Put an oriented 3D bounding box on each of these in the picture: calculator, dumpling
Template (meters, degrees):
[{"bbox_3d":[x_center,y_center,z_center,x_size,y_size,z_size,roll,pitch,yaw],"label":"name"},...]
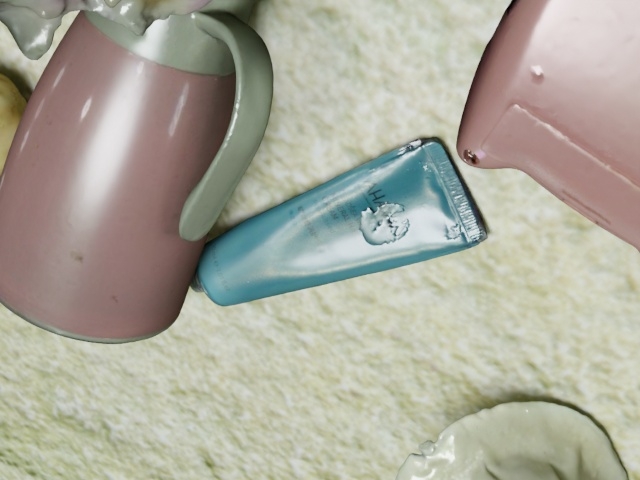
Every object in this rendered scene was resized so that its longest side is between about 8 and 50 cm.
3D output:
[{"bbox_3d":[0.216,-0.116,0.531,0.220,0.048,0.330,35,126,4],"label":"calculator"},{"bbox_3d":[0.150,0.191,0.726,0.111,0.181,0.155,41,103,42],"label":"dumpling"}]

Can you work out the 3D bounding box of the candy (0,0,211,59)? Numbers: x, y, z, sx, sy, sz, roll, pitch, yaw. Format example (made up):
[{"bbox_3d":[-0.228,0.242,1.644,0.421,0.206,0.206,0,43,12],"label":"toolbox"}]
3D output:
[{"bbox_3d":[-0.104,-0.214,0.481,0.185,0.137,0.195,146,114,-65],"label":"candy"}]

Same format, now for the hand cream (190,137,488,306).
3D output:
[{"bbox_3d":[0.000,0.000,0.711,0.224,0.048,0.083,-20,109,28],"label":"hand cream"}]

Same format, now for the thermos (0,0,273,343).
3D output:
[{"bbox_3d":[-0.110,-0.070,0.650,0.176,0.146,0.265,46,124,32],"label":"thermos"}]

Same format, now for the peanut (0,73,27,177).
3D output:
[{"bbox_3d":[-0.335,-0.081,0.772,0.263,0.117,0.101,3,99,27],"label":"peanut"}]
